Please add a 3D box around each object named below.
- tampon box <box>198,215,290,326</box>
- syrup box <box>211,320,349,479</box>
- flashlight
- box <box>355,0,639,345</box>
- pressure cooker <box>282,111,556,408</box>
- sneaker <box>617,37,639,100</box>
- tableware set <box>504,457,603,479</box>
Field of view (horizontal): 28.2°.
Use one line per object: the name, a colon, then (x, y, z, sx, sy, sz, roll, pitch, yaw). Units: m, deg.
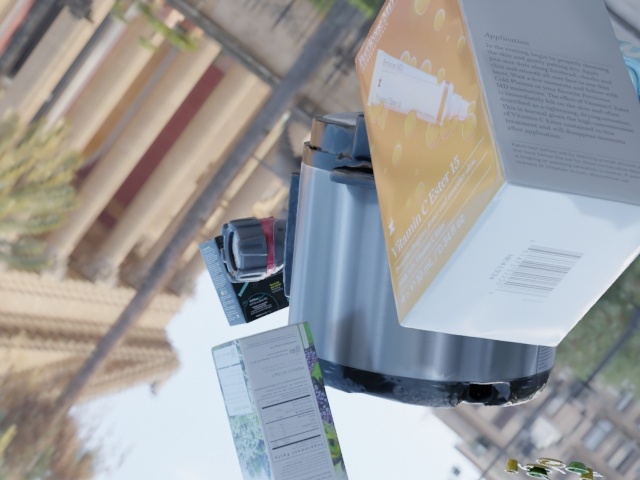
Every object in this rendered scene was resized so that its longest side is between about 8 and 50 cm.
tampon box: (-0.123, 0.056, 2.244, 0.101, 0.120, 0.161, -18, 92, 67)
syrup box: (-0.044, 0.222, 1.485, 0.093, 0.096, 0.237, -24, 80, 63)
flashlight: (0.000, 0.000, 1.997, 0.304, 0.103, 0.103, -6, 171, -20)
box: (0.165, -0.107, 1.195, 0.168, 0.215, 0.345, 9, -130, -20)
pressure cooker: (0.150, -0.022, 1.668, 0.375, 0.420, 0.370, 3, -170, -14)
sneaker: (0.362, -0.215, 1.598, 0.366, 0.150, 0.135, 49, -134, -1)
tableware set: (0.376, 0.377, 2.083, 0.154, 0.024, 0.104, -1, 157, 35)
